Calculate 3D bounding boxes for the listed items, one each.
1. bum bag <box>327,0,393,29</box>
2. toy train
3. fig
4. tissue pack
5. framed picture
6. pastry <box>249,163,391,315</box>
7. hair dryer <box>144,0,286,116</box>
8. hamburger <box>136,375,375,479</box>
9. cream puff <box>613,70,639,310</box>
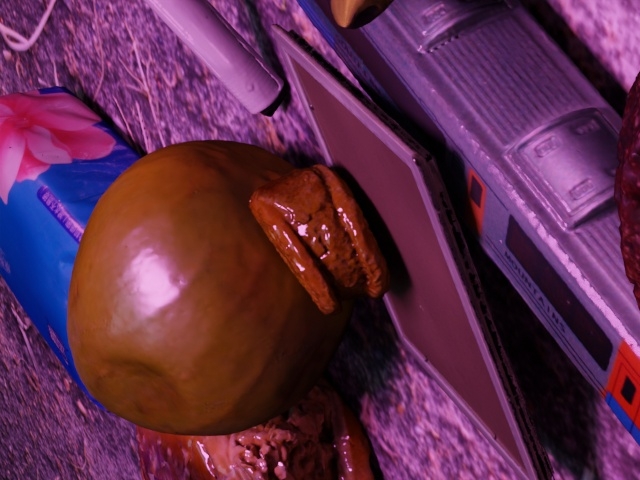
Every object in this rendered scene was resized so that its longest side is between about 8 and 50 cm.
[{"bbox_3d":[0.028,-0.219,0.870,0.107,0.060,0.232,140,140,-75],"label":"bum bag"},{"bbox_3d":[0.117,-0.039,0.872,0.409,0.086,0.089,55,163,30],"label":"toy train"},{"bbox_3d":[-0.080,0.048,1.183,0.207,0.207,0.230,42,116,45],"label":"fig"},{"bbox_3d":[-0.218,0.008,1.527,0.270,0.137,0.209,43,145,43],"label":"tissue pack"},{"bbox_3d":[0.058,0.011,1.004,0.217,0.017,0.274,49,166,53],"label":"framed picture"},{"bbox_3d":[0.000,0.000,1.053,0.109,0.057,0.097,56,172,38],"label":"pastry"},{"bbox_3d":[-0.109,-0.167,1.170,0.236,0.073,0.131,49,-168,-22],"label":"hair dryer"},{"bbox_3d":[-0.046,0.207,1.334,0.243,0.146,0.286,60,152,6],"label":"hamburger"},{"bbox_3d":[0.222,-0.019,0.574,0.239,0.165,0.239,27,142,24],"label":"cream puff"}]
